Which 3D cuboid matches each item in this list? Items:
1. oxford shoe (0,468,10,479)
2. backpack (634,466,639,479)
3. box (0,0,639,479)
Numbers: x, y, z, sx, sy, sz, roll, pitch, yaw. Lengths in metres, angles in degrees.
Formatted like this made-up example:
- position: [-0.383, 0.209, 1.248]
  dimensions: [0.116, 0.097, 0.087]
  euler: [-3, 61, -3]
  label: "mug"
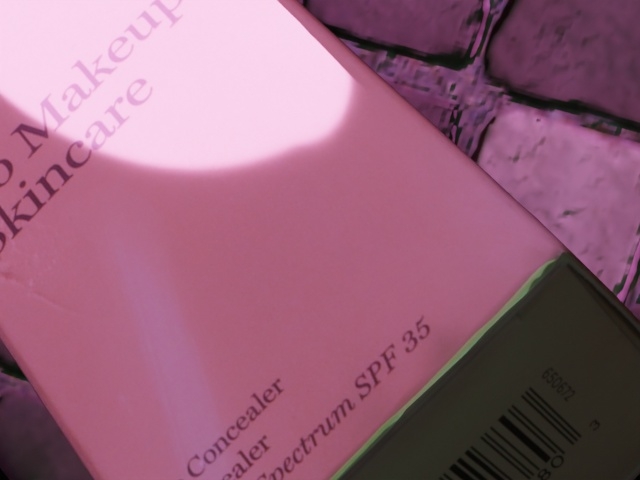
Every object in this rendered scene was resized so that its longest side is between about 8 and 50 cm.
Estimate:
- position: [-0.164, 0.129, 0.676]
  dimensions: [0.096, 0.083, 0.227]
  euler: [-29, 79, 29]
  label: "oxford shoe"
- position: [0.116, 0.166, 0.584]
  dimensions: [0.158, 0.117, 0.173]
  euler: [-45, 95, 3]
  label: "backpack"
- position: [-0.038, -0.012, 0.577]
  dimensions: [0.148, 0.121, 0.311]
  euler: [-47, 51, 2]
  label: "box"
